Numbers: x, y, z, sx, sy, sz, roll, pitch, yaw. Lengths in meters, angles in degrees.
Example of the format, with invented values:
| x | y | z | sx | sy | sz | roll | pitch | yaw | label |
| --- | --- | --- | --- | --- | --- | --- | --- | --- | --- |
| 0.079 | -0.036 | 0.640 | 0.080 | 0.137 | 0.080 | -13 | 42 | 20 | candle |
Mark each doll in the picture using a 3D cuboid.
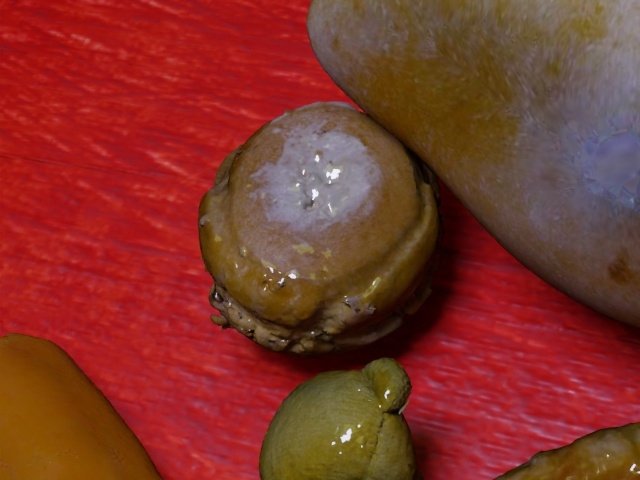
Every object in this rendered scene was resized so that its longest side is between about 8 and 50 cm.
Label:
| x | y | z | sx | sy | sz | roll | pitch | yaw | label |
| --- | --- | --- | --- | --- | --- | --- | --- | --- | --- |
| 0.016 | 0.170 | 0.941 | 0.137 | 0.097 | 0.209 | -29 | 50 | 44 | doll |

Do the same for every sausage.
| x | y | z | sx | sy | sz | roll | pitch | yaw | label |
| --- | --- | --- | --- | --- | --- | --- | --- | --- | --- |
| -0.146 | 0.144 | 1.001 | 0.098 | 0.098 | 0.238 | -36 | 56 | -9 | sausage |

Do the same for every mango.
| x | y | z | sx | sy | sz | roll | pitch | yaw | label |
| --- | --- | --- | --- | --- | --- | --- | --- | --- | --- |
| 0.163 | -0.076 | 0.937 | 0.384 | 0.199 | 0.221 | 24 | 110 | 29 | mango |

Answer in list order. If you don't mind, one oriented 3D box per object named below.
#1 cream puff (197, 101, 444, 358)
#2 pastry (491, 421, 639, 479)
| x | y | z | sx | sy | sz | roll | pitch | yaw | label |
| --- | --- | --- | --- | --- | --- | --- | --- | --- | --- |
| 0.000 | 0.000 | 1.038 | 0.150 | 0.115 | 0.165 | 38 | 64 | 26 | cream puff |
| 0.151 | 0.183 | 0.878 | 0.192 | 0.093 | 0.182 | -31 | 48 | 4 | pastry |
